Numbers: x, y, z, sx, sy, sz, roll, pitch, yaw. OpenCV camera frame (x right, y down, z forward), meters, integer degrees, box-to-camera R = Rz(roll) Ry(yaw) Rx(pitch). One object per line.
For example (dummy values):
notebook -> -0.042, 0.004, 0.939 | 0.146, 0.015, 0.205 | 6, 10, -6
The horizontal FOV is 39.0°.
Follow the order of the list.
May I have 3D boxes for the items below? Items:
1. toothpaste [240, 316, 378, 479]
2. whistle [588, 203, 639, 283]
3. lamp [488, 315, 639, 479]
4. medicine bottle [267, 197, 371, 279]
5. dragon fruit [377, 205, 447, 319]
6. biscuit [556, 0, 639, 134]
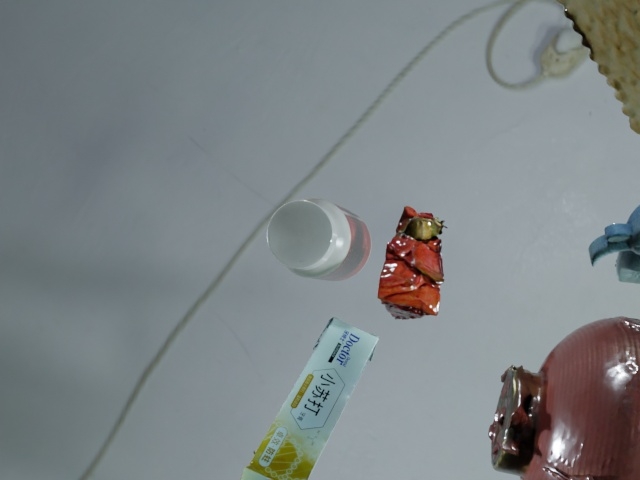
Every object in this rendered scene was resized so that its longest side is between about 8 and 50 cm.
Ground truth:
toothpaste -> -0.010, 0.242, 1.294 | 0.089, 0.071, 0.313 | 23, 42, 10
whistle -> 0.513, -0.003, 1.388 | 0.180, 0.269, 0.093 | 1, 58, 3
lamp -> 0.240, 0.144, 0.583 | 0.258, 0.180, 0.180 | 11, 76, 7
medicine bottle -> 0.000, 0.000, 1.494 | 0.131, 0.250, 0.131 | -1, 86, 16
dragon fruit -> 0.161, 0.037, 1.442 | 0.092, 0.122, 0.192 | 2, 56, 20
biscuit -> 0.355, -0.266, 0.968 | 0.325, 0.217, 0.044 | 52, 56, -15
